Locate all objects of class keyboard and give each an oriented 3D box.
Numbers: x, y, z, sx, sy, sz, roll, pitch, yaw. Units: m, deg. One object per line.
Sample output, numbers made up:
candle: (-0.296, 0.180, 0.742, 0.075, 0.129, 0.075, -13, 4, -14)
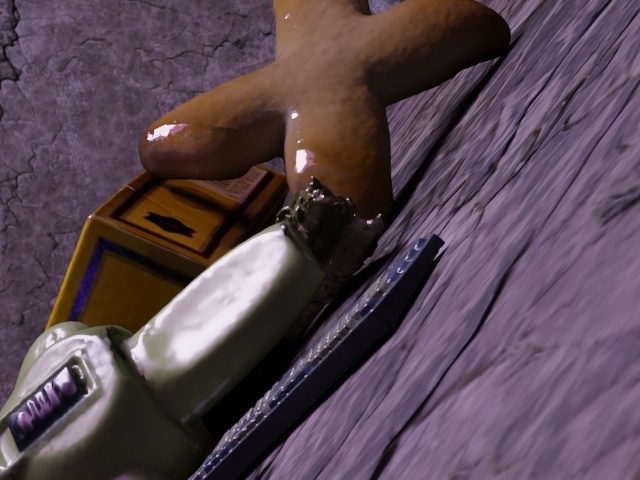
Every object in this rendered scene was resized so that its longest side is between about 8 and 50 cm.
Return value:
keyboard: (-0.009, 0.059, 0.633, 0.176, 0.014, 0.055, -48, 2, 45)

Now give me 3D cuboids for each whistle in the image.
whistle: (-0.110, 0.112, 0.765, 0.294, 0.141, 0.141, -33, 3, -1)

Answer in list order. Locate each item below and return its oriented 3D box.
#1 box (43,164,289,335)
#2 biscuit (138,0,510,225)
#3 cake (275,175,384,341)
box: (-0.103, 0.057, 0.962, 0.301, 0.084, 0.193, -65, -4, -77)
biscuit: (0.006, -0.094, 0.945, 0.047, 0.164, 0.208, 88, -153, -44)
cake: (0.000, 0.000, 0.794, 0.055, 0.051, 0.140, -56, 2, -32)
